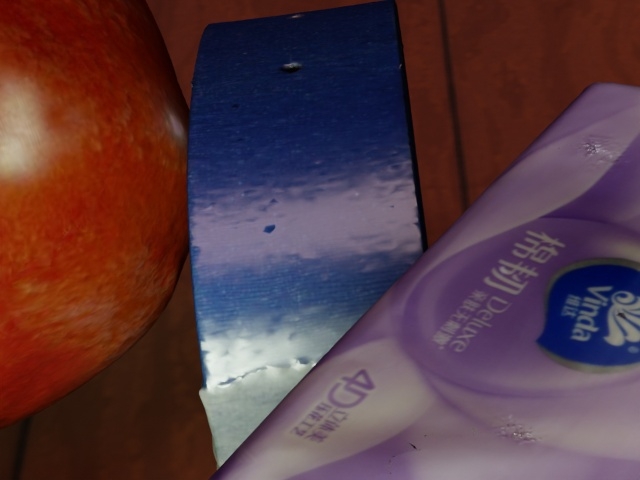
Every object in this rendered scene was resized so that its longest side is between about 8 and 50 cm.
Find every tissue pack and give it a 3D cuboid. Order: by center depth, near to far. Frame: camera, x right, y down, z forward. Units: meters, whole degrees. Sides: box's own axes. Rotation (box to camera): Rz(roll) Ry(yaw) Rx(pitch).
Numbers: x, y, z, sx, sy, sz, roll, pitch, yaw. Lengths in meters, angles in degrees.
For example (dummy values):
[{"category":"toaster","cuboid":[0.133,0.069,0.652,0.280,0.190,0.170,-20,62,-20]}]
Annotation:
[{"category":"tissue pack","cuboid":[0.092,0.125,0.755,0.160,0.242,0.338,14,38,28]}]

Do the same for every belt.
[{"category":"belt","cuboid":[0.000,0.000,1.014,0.117,0.212,0.347,-6,27,2]}]

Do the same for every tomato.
[{"category":"tomato","cuboid":[-0.226,-0.029,1.030,0.325,0.290,0.293,-22,63,5]}]
